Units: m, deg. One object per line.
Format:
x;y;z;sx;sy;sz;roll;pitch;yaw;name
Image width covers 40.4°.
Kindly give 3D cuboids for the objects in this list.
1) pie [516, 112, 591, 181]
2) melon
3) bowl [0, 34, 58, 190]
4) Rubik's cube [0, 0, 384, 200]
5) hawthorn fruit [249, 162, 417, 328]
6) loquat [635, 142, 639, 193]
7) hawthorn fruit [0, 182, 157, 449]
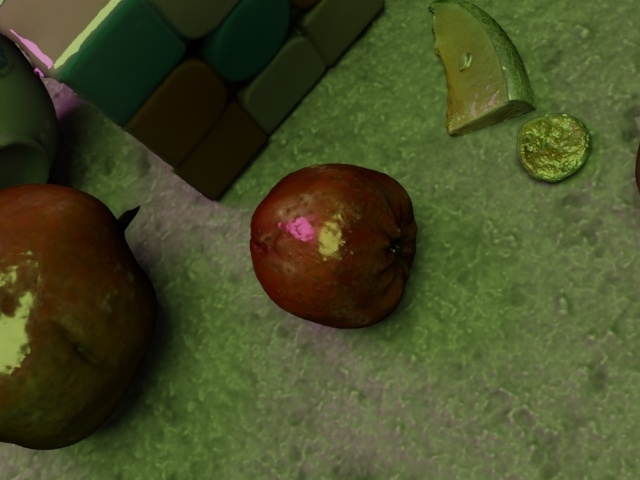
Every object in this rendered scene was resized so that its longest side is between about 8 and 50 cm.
0.254;-0.101;0.950;0.084;0.021;0.084;-6;68;15;pie
0.179;-0.216;1.005;0.098;0.054;0.182;-18;68;29;melon
-0.416;-0.100;1.025;0.146;0.289;0.289;35;86;24;bowl
-0.188;-0.312;0.987;0.347;0.346;0.344;41;88;24;Rubik's cube
0.000;0.000;0.922;0.200;0.179;0.179;12;77;30;hawthorn fruit
0.384;-0.072;0.814;0.150;0.204;0.172;12;108;-9;loquat
-0.306;0.063;0.953;0.268;0.267;0.300;26;72;24;hawthorn fruit
